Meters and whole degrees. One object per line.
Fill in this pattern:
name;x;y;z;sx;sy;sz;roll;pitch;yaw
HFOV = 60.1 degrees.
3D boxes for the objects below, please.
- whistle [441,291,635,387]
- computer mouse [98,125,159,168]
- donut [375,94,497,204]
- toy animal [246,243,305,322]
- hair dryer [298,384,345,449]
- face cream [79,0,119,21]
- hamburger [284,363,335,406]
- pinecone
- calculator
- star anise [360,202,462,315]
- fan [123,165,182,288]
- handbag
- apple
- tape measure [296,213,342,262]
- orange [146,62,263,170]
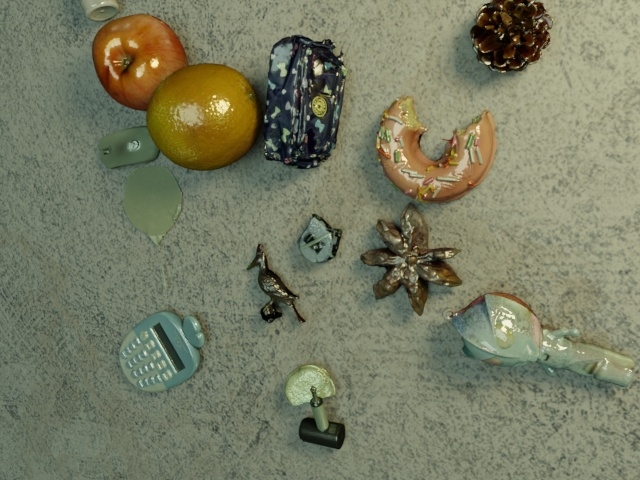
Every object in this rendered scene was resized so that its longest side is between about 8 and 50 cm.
whistle;0.397;0.187;1.034;0.346;0.134;0.142;16;103;9
computer mouse;-0.477;-0.224;1.338;0.182;0.056;0.089;-7;93;24
donut;0.209;-0.166;1.055;0.233;0.085;0.199;15;106;21
toy animal;-0.110;0.104;1.258;0.105;0.070;0.202;-20;87;13
hair dryer;-0.007;0.385;1.230;0.100;0.057;0.197;5;128;20
face cream;-0.552;-0.647;1.272;0.082;0.082;0.269;-21;92;24
hamburger;-0.027;0.324;1.264;0.121;0.054;0.084;-18;89;21
pinecone;0.328;-0.362;0.950;0.140;0.121;0.140;2;97;14
calculator;-0.403;0.282;1.412;0.303;0.042;0.188;-31;87;24
star anise;0.171;0.049;1.118;0.212;0.073;0.197;45;110;11
fan;-0.406;-0.031;1.368;0.182;0.010;0.310;-4;96;23
handbag;-0.025;-0.269;1.094;0.113;0.162;0.260;16;106;33
apple;-0.393;-0.389;1.212;0.209;0.164;0.209;4;102;19
tape measure;0.000;0.002;1.188;0.091;0.054;0.094;32;108;20
orange;-0.239;-0.253;1.148;0.236;0.236;0.236;4;102;21
